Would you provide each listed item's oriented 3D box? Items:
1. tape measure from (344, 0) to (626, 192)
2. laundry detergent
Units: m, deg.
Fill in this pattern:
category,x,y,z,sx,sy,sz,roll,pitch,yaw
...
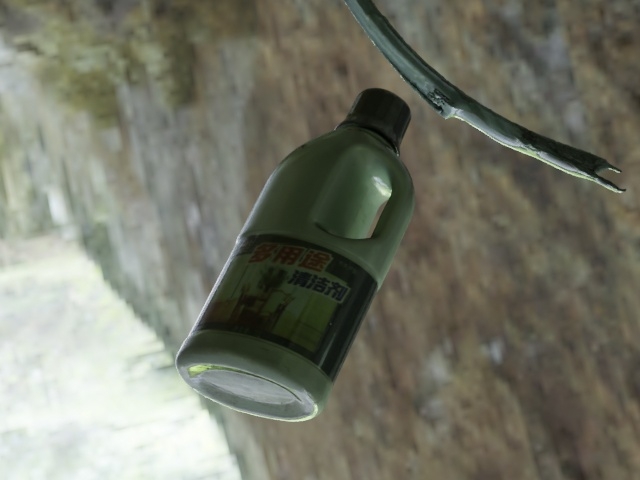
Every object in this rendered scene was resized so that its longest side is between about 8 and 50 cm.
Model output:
category,x,y,z,sx,sy,sz,roll,pitch,yaw
tape measure,0.044,-0.173,0.749,0.330,0.164,0.084,47,-13,8
laundry detergent,0.000,0.000,1.112,0.099,0.225,0.070,4,-37,35
